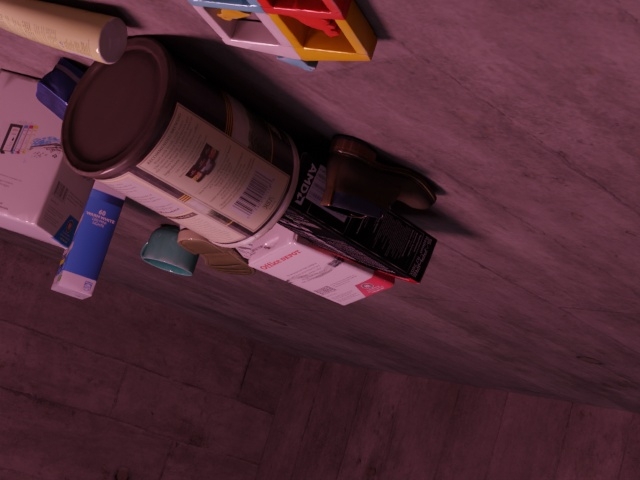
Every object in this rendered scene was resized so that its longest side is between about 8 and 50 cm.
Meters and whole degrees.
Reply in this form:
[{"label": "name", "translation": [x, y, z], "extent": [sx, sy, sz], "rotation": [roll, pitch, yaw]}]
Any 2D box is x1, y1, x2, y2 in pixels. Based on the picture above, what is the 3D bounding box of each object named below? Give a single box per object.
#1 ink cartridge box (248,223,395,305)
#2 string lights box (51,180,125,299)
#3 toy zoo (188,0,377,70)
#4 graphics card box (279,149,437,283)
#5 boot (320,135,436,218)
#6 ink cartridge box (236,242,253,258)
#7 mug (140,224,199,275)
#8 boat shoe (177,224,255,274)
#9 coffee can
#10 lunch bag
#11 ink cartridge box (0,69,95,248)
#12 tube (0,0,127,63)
[{"label": "ink cartridge box", "translation": [0.006, 0.027, 1.981], "extent": [0.237, 0.100, 0.172], "rotation": [24, 151, -27]}, {"label": "string lights box", "translation": [-0.495, -0.009, 2.192], "extent": [0.077, 0.259, 0.133], "rotation": [20, 166, -19]}, {"label": "toy zoo", "translation": [-0.059, -0.260, 1.082], "extent": [0.192, 0.030, 0.293], "rotation": [11, 166, 25]}, {"label": "graphics card box", "translation": [-0.002, -0.052, 1.676], "extent": [0.233, 0.094, 0.371], "rotation": [20, 174, 45]}, {"label": "boot", "translation": [0.084, -0.066, 1.541], "extent": [0.219, 0.106, 0.082], "rotation": [27, 164, -35]}, {"label": "ink cartridge box", "translation": [-0.140, -0.009, 2.108], "extent": [0.099, 0.056, 0.135], "rotation": [16, 156, 34]}, {"label": "mug", "translation": [-0.375, 0.017, 2.513], "extent": [0.158, 0.097, 0.129], "rotation": [16, 168, 8]}, {"label": "boat shoe", "translation": [-0.211, -0.002, 2.207], "extent": [0.113, 0.103, 0.302], "rotation": [0, 162, 16]}, {"label": "coffee can", "translation": [-0.190, -0.129, 1.419], "extent": [0.202, 0.201, 0.275], "rotation": [6, 163, 40]}, {"label": "lunch bag", "translation": [-0.388, -0.231, 1.553], "extent": [0.067, 0.065, 0.098], "rotation": [41, 160, -9]}, {"label": "ink cartridge box", "translation": [-0.480, -0.134, 1.708], "extent": [0.168, 0.232, 0.171], "rotation": [17, 168, 9]}, {"label": "tube", "translation": [-0.365, -0.287, 1.328], "extent": [0.240, 0.062, 0.070], "rotation": [17, 125, 23]}]
